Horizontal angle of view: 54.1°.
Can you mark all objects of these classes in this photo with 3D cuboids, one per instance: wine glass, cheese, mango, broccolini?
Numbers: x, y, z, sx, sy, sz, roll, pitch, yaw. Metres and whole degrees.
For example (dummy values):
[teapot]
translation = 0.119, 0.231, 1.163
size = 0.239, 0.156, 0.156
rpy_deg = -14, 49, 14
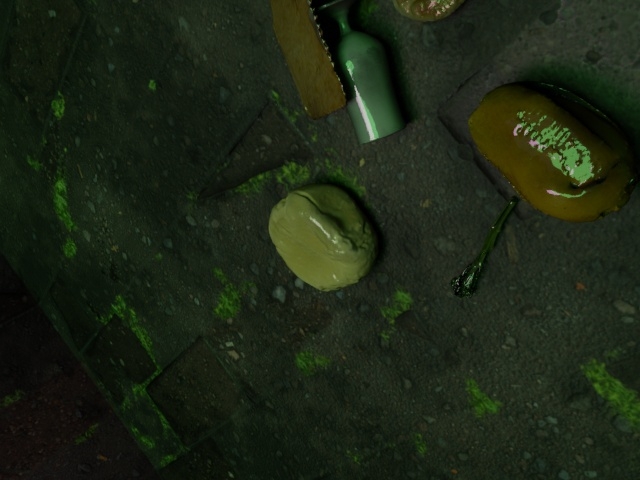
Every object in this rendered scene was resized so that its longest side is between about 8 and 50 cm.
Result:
[wine glass]
translation = 0.066, -0.283, 1.045
size = 0.103, 0.103, 0.231
rpy_deg = -8, 110, 43
[cheese]
translation = 0.000, 0.000, 1.250
size = 0.226, 0.117, 0.214
rpy_deg = 50, 141, 2
[mango]
translation = 0.321, -0.123, 0.884
size = 0.248, 0.156, 0.151
rpy_deg = 38, 168, 20
[broccolini]
translation = 0.286, 0.018, 1.074
size = 0.042, 0.044, 0.218
rpy_deg = 49, 132, 30

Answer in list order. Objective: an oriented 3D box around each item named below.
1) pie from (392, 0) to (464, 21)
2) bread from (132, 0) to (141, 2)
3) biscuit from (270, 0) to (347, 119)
[pie]
translation = 0.160, -0.426, 0.925
size = 0.195, 0.046, 0.195
rpy_deg = 22, 126, 32
[bread]
translation = -0.385, -0.586, 1.200
size = 0.176, 0.195, 0.247
rpy_deg = 10, 121, 44
[biscuit]
translation = -0.029, -0.327, 1.082
size = 0.232, 0.013, 0.237
rpy_deg = 68, 166, -10
